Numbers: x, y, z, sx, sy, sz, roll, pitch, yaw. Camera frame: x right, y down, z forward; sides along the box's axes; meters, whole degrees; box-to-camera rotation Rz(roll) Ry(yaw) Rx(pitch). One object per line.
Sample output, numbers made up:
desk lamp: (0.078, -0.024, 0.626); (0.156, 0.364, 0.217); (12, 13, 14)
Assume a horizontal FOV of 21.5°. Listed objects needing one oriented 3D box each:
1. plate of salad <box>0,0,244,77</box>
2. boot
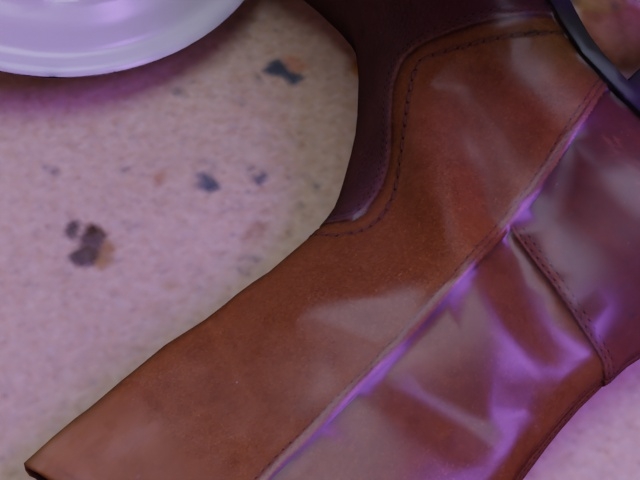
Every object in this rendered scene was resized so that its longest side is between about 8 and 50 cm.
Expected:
plate of salad: (-0.118, -0.150, 0.742); (0.200, 0.048, 0.200); (5, 60, -8)
boot: (0.000, 0.000, 0.643); (0.264, 0.096, 0.280); (40, 71, 15)
